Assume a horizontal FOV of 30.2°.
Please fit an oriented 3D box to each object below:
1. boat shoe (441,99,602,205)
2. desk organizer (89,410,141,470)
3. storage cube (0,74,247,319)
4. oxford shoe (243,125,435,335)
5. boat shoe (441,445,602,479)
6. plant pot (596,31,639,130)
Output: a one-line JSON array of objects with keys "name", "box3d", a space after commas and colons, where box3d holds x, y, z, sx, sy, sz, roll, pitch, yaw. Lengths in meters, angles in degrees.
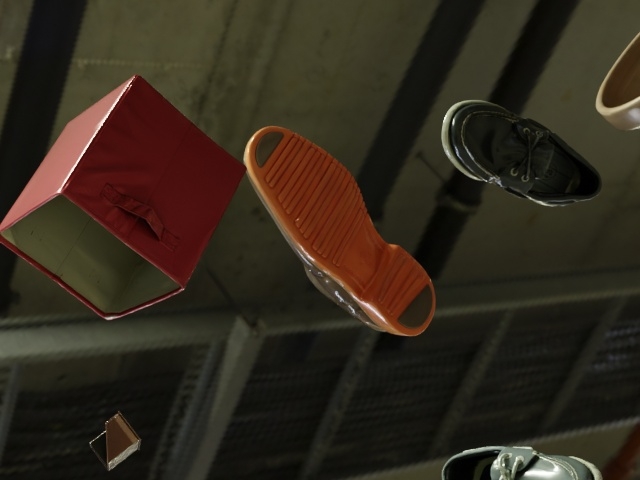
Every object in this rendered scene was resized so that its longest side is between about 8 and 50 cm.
[{"name": "boat shoe", "box3d": [0.328, -0.128, 1.865, 0.340, 0.113, 0.127, 28, -101, -42]}, {"name": "desk organizer", "box3d": [-0.266, 0.261, 1.535, 0.050, 0.047, 0.130, -37, -6, -17]}, {"name": "storage cube", "box3d": [-0.235, -0.047, 1.421, 0.183, 0.193, 0.215, 40, -36, -22]}, {"name": "oxford shoe", "box3d": [0.000, 0.000, 1.572, 0.364, 0.132, 0.130, 51, -122, -26]}, {"name": "boat shoe", "box3d": [0.265, 0.335, 1.607, 0.099, 0.319, 0.116, 20, -102, -16]}, {"name": "plant pot", "box3d": [0.403, -0.183, 1.210, 0.109, 0.237, 0.237, 42, -81, -8]}]
